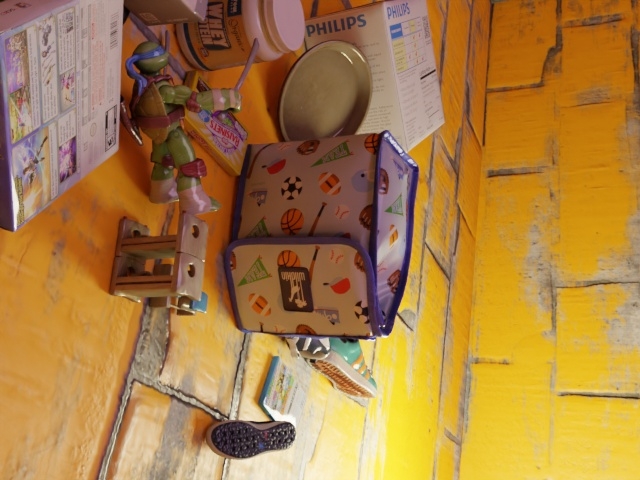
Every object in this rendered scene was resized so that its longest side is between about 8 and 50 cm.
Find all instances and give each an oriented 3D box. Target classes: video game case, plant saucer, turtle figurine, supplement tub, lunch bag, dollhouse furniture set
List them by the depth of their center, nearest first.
[{"bbox_3d":[-0.343,-0.184,0.972,0.244,0.061,0.269,-58,165,-52],"label":"video game case"},{"bbox_3d":[-0.203,-0.193,1.232,0.274,0.198,0.266,-60,151,-64],"label":"turtle figurine"},{"bbox_3d":[-0.225,0.042,1.244,0.184,0.130,0.128,31,59,-59],"label":"dollhouse furniture set"},{"bbox_3d":[-0.144,-0.390,1.386,0.144,0.200,0.144,-4,90,-65],"label":"supplement tub"},{"bbox_3d":[0.000,0.000,1.497,0.239,0.328,0.385,31,62,-57],"label":"lunch bag"},{"bbox_3d":[-0.080,0.344,1.654,0.166,0.015,0.119,62,35,-42],"label":"video game case"},{"bbox_3d":[0.007,-0.322,1.748,0.278,0.041,0.277,-24,128,-33],"label":"plant saucer"}]

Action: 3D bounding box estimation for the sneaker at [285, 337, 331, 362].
[{"bbox_3d":[-0.010,0.192,1.729,0.235,0.094,0.152,-26,112,-63],"label":"sneaker"}]

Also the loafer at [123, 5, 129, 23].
[{"bbox_3d":[-0.298,-0.418,1.204,0.078,0.076,0.223,36,51,-48],"label":"loafer"}]

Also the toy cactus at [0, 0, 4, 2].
[{"bbox_3d":[-0.404,-0.300,0.957,0.181,0.112,0.218,-24,120,-53],"label":"toy cactus"}]

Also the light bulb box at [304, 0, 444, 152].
[{"bbox_3d":[0.150,-0.430,1.988,0.358,0.226,0.360,-41,123,-59],"label":"light bulb box"}]

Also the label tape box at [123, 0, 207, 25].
[{"bbox_3d":[-0.265,-0.489,1.036,0.348,0.115,0.249,37,58,-65],"label":"label tape box"}]

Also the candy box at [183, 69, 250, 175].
[{"bbox_3d":[-0.200,-0.218,1.449,0.206,0.027,0.105,47,49,-53],"label":"candy box"}]

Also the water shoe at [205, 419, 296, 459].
[{"bbox_3d":[-0.141,0.380,1.459,0.203,0.080,0.072,12,72,-38],"label":"water shoe"}]

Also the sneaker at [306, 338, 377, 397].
[{"bbox_3d":[0.070,0.294,1.869,0.302,0.108,0.121,51,47,-49],"label":"sneaker"}]
